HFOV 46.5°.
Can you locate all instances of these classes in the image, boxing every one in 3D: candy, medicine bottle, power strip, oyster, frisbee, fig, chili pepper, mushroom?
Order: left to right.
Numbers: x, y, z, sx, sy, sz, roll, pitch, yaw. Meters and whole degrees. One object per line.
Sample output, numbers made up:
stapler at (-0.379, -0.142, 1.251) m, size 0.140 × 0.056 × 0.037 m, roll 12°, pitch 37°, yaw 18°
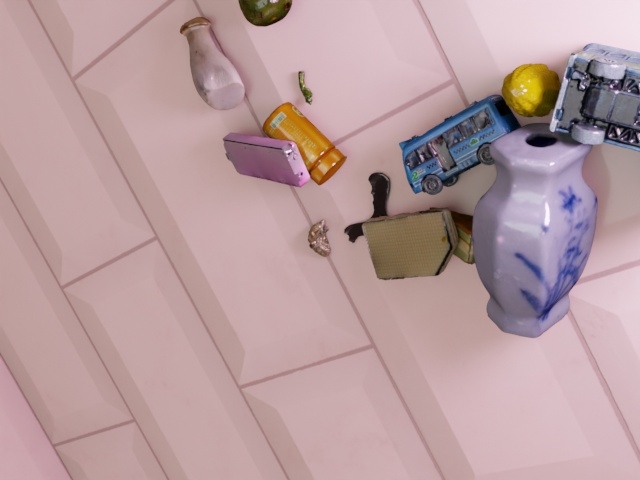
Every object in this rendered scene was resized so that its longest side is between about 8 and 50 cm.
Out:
mushroom at (-0.268, -0.425, 1.807) m, size 0.116 × 0.093 × 0.225 m, roll -30°, pitch 84°, yaw 21°
fig at (-0.130, -0.557, 1.651) m, size 0.123 × 0.123 × 0.156 m, roll -29°, pitch 82°, yaw 35°
power strip at (-0.134, -0.194, 1.777) m, size 0.279 × 0.037 × 0.109 m, roll 16°, pitch 140°, yaw 47°
medicine bottle at (-0.039, -0.227, 1.741) m, size 0.192 × 0.096 × 0.096 m, roll 44°, pitch 125°, yaw 8°
chili pepper at (-0.037, -0.354, 1.734) m, size 0.027 × 0.022 × 0.083 m, roll -12°, pitch 99°, yaw 35°
oyster at (0.000, 0.000, 1.847) m, size 0.081 × 0.038 × 0.083 m, roll -39°, pitch 86°, yaw 34°
frisbee at (0.129, -0.047, 1.769) m, size 0.187 × 0.012 × 0.211 m, roll -21°, pitch 98°, yaw 36°
candy at (0.393, -0.284, 1.407) m, size 0.094 × 0.199 × 0.106 m, roll -17°, pitch 92°, yaw 29°

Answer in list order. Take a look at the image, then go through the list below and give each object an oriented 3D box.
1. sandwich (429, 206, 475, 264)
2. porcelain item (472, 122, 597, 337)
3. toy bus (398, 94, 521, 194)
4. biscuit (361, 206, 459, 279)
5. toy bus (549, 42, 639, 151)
sandwich at (0.328, -0.020, 1.660) m, size 0.163 × 0.114 × 0.079 m, roll 40°, pitch 134°, yaw 54°
porcelain item at (0.420, -0.016, 1.475) m, size 0.178 × 0.243 × 0.405 m, roll 29°, pitch 135°, yaw 41°
toy bus at (0.289, -0.196, 1.552) m, size 0.246 × 0.113 × 0.134 m, roll -28°, pitch 90°, yaw 34°
biscuit at (0.207, 0.008, 1.672) m, size 0.252 × 0.052 × 0.150 m, roll -9°, pitch 102°, yaw 51°
toy bus at (0.586, -0.237, 1.314) m, size 0.312 × 0.190 × 0.151 m, roll 20°, pitch 118°, yaw 22°
